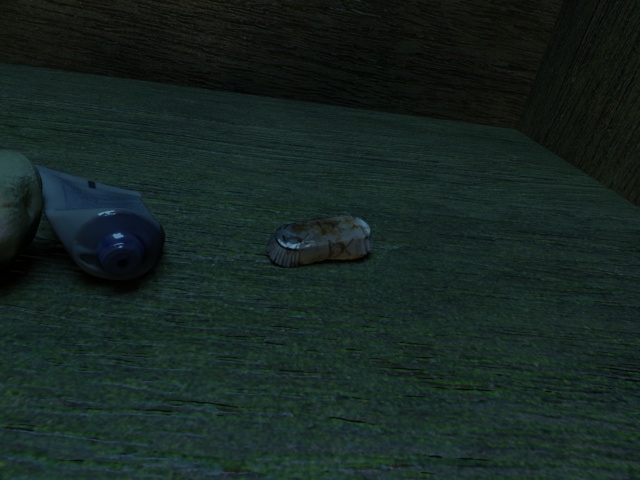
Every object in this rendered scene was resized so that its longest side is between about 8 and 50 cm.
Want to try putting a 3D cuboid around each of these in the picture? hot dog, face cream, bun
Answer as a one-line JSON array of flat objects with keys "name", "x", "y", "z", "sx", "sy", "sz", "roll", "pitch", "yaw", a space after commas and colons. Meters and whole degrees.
[{"name": "hot dog", "x": 0.000, "y": 0.000, "z": 1.012, "sx": 0.253, "sy": 0.069, "sz": 0.131, "roll": -9, "pitch": 43, "yaw": -25}, {"name": "face cream", "x": -0.436, "y": -0.057, "z": 0.915, "sx": 0.235, "sy": 0.137, "sz": 0.420, "roll": 13, "pitch": 18, "yaw": -39}, {"name": "bun", "x": -0.596, "y": -0.033, "z": 0.771, "sx": 0.273, "sy": 0.168, "sz": 0.273, "roll": -22, "pitch": 39, "yaw": 19}]
